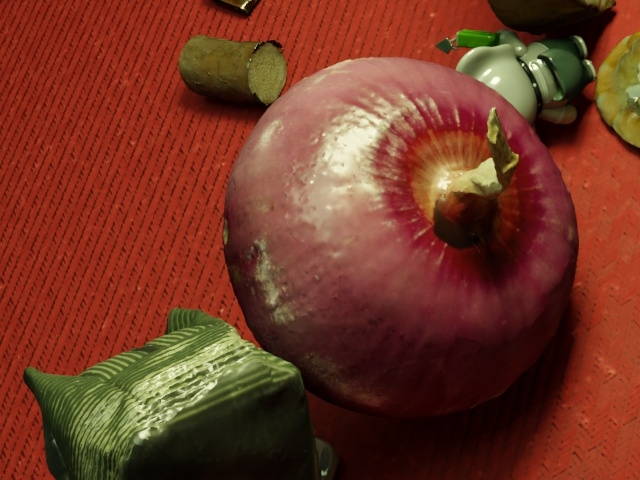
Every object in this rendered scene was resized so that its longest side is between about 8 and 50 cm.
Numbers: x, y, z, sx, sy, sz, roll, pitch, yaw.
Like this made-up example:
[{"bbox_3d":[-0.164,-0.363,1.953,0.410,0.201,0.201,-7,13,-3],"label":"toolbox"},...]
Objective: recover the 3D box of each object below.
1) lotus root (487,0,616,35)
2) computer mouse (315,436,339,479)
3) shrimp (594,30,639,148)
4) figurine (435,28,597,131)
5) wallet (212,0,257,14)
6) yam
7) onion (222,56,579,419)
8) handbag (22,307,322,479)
[{"bbox_3d":[0.230,-0.420,1.830,0.111,0.375,0.390,-7,39,25],"label":"lotus root"},{"bbox_3d":[-0.024,0.233,1.719,0.096,0.039,0.066,3,59,24],"label":"computer mouse"},{"bbox_3d":[0.384,-0.150,1.740,0.145,0.059,0.254,-50,46,-6],"label":"shrimp"},{"bbox_3d":[0.203,-0.158,1.791,0.192,0.147,0.126,-28,19,-22],"label":"figurine"},{"bbox_3d":[-0.075,-0.379,2.222,0.095,0.026,0.176,28,75,36],"label":"wallet"},{"bbox_3d":[-0.108,-0.213,2.084,0.127,0.084,0.084,10,63,41],"label":"yam"},{"bbox_3d":[0.097,0.001,1.598,0.345,0.358,0.358,14,65,48],"label":"onion"},{"bbox_3d":[-0.142,0.235,1.583,0.247,0.340,0.240,-20,30,-32],"label":"handbag"}]
